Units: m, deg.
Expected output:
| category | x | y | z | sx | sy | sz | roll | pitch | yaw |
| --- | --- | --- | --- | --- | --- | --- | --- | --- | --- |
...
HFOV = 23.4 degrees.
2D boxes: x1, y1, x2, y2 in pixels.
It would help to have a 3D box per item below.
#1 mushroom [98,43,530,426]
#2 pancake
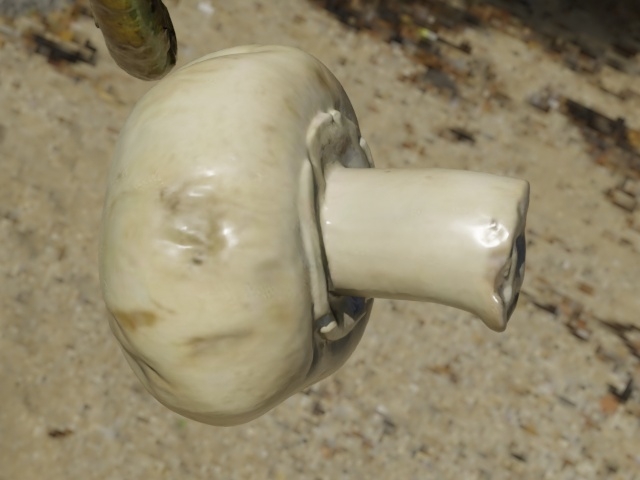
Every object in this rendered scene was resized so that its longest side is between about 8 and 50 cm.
| category | x | y | z | sx | sy | sz | roll | pitch | yaw |
| --- | --- | --- | --- | --- | --- | --- | --- | --- | --- |
| mushroom | 0.000 | 0.000 | 1.217 | 0.336 | 0.314 | 0.314 | 6 | 7 | 20 |
| pancake | -0.211 | -0.284 | 1.394 | 0.427 | 0.067 | 0.305 | -111 | 176 | -84 |
